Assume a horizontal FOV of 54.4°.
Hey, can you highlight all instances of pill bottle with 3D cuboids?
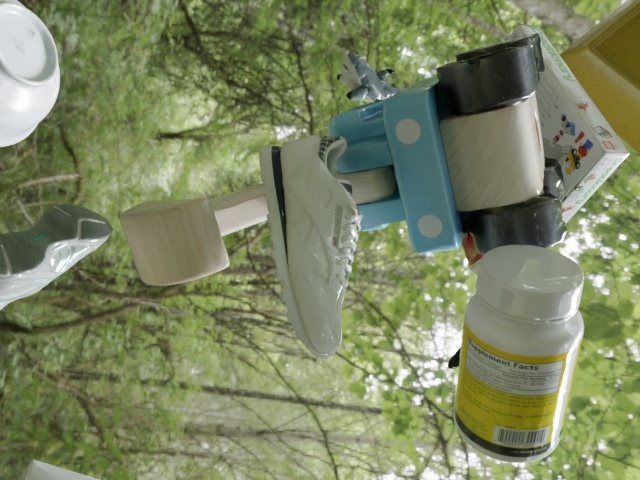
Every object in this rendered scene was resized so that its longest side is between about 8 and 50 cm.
[{"bbox_3d":[0.208,0.118,0.657,0.119,0.119,0.208,-115,-158,-61],"label":"pill bottle"}]

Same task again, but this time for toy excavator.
[{"bbox_3d":[0.050,-0.073,0.760,0.433,0.446,0.222,-44,121,-61],"label":"toy excavator"}]

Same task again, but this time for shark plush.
[{"bbox_3d":[0.104,-0.269,1.078,0.067,0.161,0.073,-58,-158,32],"label":"shark plush"}]

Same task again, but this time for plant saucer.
[{"bbox_3d":[0.645,-0.331,1.117,0.332,0.333,0.081,51,2,23],"label":"plant saucer"}]

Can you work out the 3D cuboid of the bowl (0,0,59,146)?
[{"bbox_3d":[-0.557,-0.319,1.078,0.134,0.298,0.297,-11,-118,24],"label":"bowl"}]

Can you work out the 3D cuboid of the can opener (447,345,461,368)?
[{"bbox_3d":[0.233,0.118,0.800,0.059,0.186,0.073,51,-25,24],"label":"can opener"}]

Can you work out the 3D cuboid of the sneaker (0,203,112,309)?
[{"bbox_3d":[-0.253,0.011,0.571,0.061,0.054,0.152,-54,175,28],"label":"sneaker"}]

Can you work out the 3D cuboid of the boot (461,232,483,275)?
[{"bbox_3d":[0.258,-0.037,1.120,0.088,0.176,0.244,-39,-178,12],"label":"boot"}]

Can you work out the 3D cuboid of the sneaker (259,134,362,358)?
[{"bbox_3d":[0.000,0.000,0.632,0.090,0.095,0.234,73,7,-75],"label":"sneaker"}]

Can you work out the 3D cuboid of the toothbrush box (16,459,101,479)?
[{"bbox_3d":[-0.261,0.346,0.513,0.283,0.122,0.206,-48,-153,34],"label":"toothbrush box"}]

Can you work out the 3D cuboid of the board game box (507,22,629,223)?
[{"bbox_3d":[0.353,-0.183,1.022,0.193,0.053,0.305,115,-33,-48],"label":"board game box"}]
